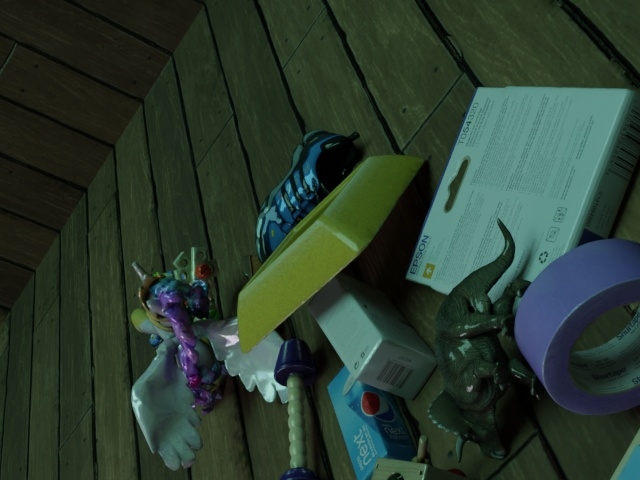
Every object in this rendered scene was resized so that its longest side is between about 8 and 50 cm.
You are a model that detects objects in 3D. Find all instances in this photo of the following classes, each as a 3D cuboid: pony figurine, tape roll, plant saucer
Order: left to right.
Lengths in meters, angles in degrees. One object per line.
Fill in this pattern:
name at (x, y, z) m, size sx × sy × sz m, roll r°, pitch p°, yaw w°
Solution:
pony figurine at (-0.243, 0.212, 1.901) m, size 0.303 × 0.351 × 0.363 m, roll -33°, pitch -7°, yaw -13°
plant saucer at (0.000, 0.000, 1.706) m, size 0.333 × 0.081 × 0.332 m, roll -43°, pitch 6°, yaw 36°
tape roll at (0.318, 0.097, 1.134) m, size 0.189 × 0.189 × 0.080 m, roll -55°, pitch 29°, yaw 20°

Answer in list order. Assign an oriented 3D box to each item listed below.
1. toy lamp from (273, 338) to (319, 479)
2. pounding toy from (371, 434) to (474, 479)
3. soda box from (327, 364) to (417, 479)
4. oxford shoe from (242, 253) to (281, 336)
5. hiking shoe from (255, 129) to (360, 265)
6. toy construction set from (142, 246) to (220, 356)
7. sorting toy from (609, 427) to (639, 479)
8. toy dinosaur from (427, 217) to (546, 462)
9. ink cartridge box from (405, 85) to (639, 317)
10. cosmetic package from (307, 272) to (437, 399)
toy lamp at (-0.039, 0.290, 1.716) m, size 0.080 × 0.080 × 0.274 m, roll -41°, pitch 39°, yaw 38°
pounding toy at (0.135, 0.316, 1.326) m, size 0.130 × 0.141 × 0.100 m, roll -10°, pitch 59°, yaw 57°
soda box at (0.077, 0.275, 1.537) m, size 0.071 × 0.067 × 0.210 m, roll -54°, pitch 31°, yaw 22°
oxford shoe at (-0.097, 0.106, 1.972) m, size 0.076 × 0.076 × 0.212 m, roll -16°, pitch 55°, yaw 4°
hiking shoe at (-0.031, -0.076, 1.942) m, size 0.132 × 0.113 × 0.304 m, roll 7°, pitch 75°, yaw 62°
toy construction set at (-0.292, 0.136, 2.208) m, size 0.328 × 0.151 × 0.215 m, roll -33°, pitch 41°, yaw 62°
sorting toy at (0.388, 0.243, 1.062) m, size 0.208 × 0.038 × 0.193 m, roll -60°, pitch 28°, yaw 10°
toy dinosaur at (0.195, 0.129, 1.298) m, size 0.160 × 0.121 × 0.313 m, roll -13°, pitch 80°, yaw 48°
ink cartridge box at (0.283, -0.057, 1.439) m, size 0.330 × 0.071 × 0.324 m, roll 18°, pitch 87°, yaw 63°
cosmetic package at (0.077, 0.142, 1.589) m, size 0.085 × 0.117 × 0.231 m, roll -58°, pitch 30°, yaw 13°
